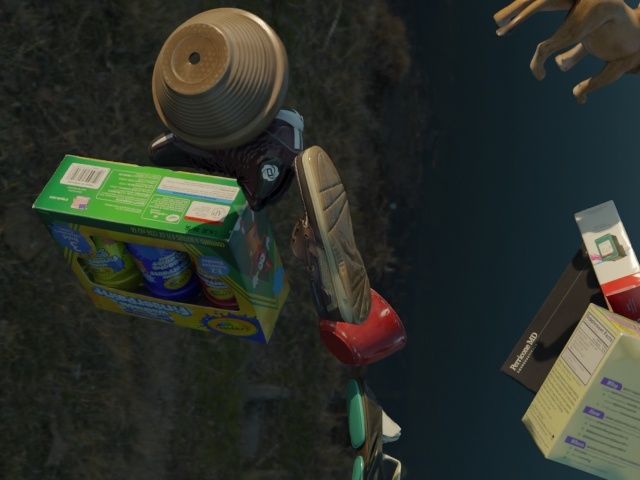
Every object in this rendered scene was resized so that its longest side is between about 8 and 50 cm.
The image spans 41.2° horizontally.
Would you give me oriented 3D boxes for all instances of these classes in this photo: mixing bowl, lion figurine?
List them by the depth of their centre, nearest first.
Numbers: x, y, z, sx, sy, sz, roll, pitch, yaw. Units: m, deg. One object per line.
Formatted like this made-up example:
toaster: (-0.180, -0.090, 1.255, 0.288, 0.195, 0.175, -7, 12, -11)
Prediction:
lion figurine: (0.479, -0.363, 1.440, 0.392, 0.240, 0.142, 3, 60, -50)
mixing bowl: (0.063, 0.170, 1.613, 0.098, 0.181, 0.181, -42, 122, -27)

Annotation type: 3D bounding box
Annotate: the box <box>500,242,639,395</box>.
box: (0.612, 0.228, 1.770, 0.343, 0.312, 0.179, -56, 147, 0)

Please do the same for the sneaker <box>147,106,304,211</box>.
sneaker: (-0.157, -0.121, 1.450, 0.106, 0.281, 0.162, 23, 56, -73)

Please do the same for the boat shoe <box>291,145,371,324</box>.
boat shoe: (0.000, 0.000, 1.296, 0.103, 0.092, 0.285, -49, 126, -58)

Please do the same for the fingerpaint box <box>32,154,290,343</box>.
fingerpaint box: (-0.325, 0.025, 1.816, 0.371, 0.445, 0.163, 77, 29, -51)

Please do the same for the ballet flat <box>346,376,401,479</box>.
ballet flat: (0.102, 0.402, 1.624, 0.096, 0.095, 0.280, 5, 71, -17)

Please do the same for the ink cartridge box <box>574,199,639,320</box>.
ink cartridge box: (0.545, 0.060, 1.559, 0.134, 0.078, 0.231, 46, 28, -51)

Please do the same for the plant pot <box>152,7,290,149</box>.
plant pot: (-0.178, -0.270, 1.358, 0.110, 0.237, 0.237, 25, 68, -69)

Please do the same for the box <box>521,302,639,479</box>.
box: (0.493, 0.261, 1.401, 0.213, 0.117, 0.243, 21, 106, -15)
